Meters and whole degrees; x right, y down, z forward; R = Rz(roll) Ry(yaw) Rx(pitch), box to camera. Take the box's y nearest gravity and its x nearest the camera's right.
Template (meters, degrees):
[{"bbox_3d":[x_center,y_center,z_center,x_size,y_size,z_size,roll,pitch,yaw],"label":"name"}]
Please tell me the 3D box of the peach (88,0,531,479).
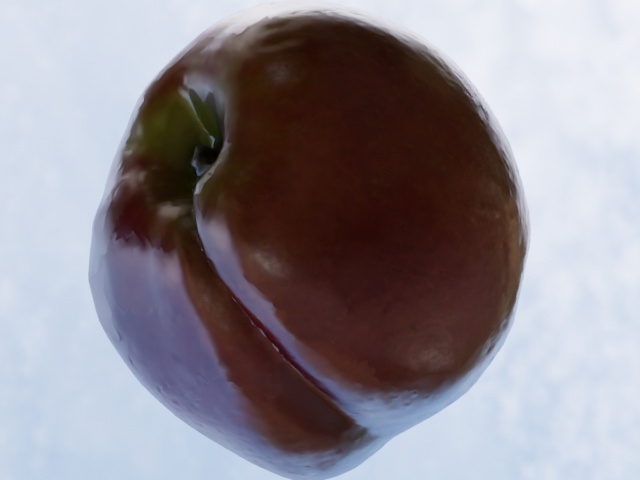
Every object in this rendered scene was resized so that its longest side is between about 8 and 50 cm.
[{"bbox_3d":[0.002,0.000,0.425,0.101,0.101,0.100,-2,-87,-44],"label":"peach"}]
